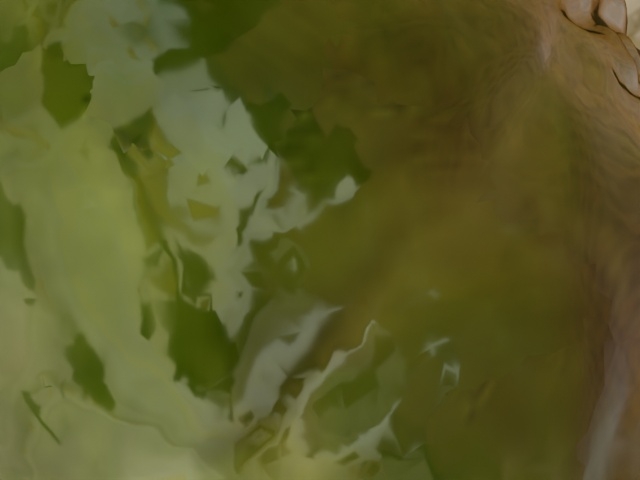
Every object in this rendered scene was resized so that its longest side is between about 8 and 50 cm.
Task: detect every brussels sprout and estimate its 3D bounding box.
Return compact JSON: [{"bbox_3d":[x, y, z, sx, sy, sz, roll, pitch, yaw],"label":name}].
[{"bbox_3d":[-0.002,0.005,0.478,0.354,0.281,0.289,-27,-92,-54],"label":"brussels sprout"}]
